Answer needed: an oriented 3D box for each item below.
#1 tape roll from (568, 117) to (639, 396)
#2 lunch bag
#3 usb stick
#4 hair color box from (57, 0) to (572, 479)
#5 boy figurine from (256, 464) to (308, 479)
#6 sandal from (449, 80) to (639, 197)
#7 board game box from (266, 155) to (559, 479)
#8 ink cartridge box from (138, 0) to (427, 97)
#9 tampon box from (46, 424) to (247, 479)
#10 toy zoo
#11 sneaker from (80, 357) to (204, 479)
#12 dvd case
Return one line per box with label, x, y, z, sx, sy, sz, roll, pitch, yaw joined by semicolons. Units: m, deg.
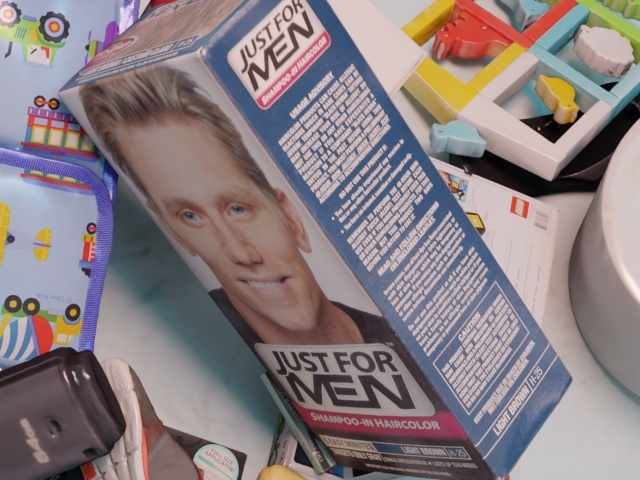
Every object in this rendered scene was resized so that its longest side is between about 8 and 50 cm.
tape roll;0.341;0.012;1.173;0.246;0.169;0.246;0;69;-1
lunch bag;-0.255;-0.037;0.929;0.221;0.138;0.293;9;76;-25
usb stick;-0.259;0.146;0.876;0.278;0.045;0.077;-22;100;5
hair color box;0.000;0.000;0.920;0.105;0.174;0.347;-48;115;-31
boy figurine;0.000;0.299;0.978;0.177;0.092;0.285;-23;77;2
sandal;0.236;-0.089;1.277;0.254;0.054;0.097;-20;78;-30
board game box;0.082;0.079;1.137;0.193;0.053;0.305;21;62;-13
ink cartridge box;-0.059;-0.111;1.048;0.172;0.237;0.100;42;55;-3
tampon box;-0.137;0.211;0.955;0.120;0.101;0.161;21;62;-16
toy zoo;0.190;-0.169;1.269;0.192;0.030;0.293;38;57;17
sneaker;-0.110;0.152;0.910;0.065;0.061;0.158;0;68;-52
dvd case;0.025;0.112;1.060;0.119;0.013;0.087;-26;80;-28
